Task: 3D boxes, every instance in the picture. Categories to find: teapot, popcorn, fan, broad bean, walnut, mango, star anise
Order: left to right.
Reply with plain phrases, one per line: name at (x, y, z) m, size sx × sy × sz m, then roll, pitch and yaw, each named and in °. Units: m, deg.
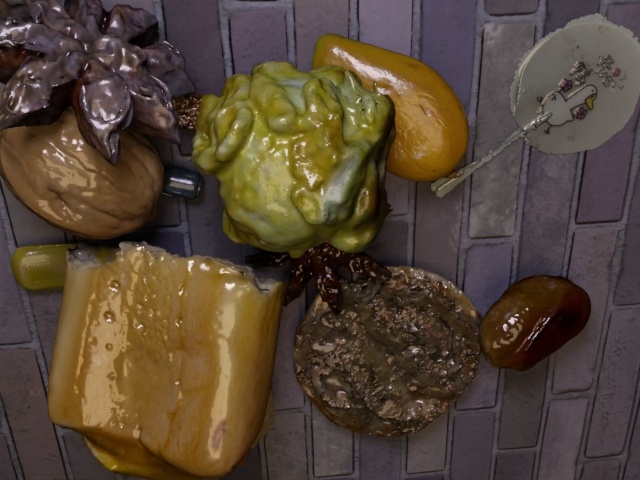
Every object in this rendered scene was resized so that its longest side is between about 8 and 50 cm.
walnut at (-0.359, -0.111, 1.113) m, size 0.261 × 0.225 × 0.225 m, roll 38°, pitch 108°, yaw -19°
star anise at (-0.315, -0.241, 1.001) m, size 0.331 × 0.332 × 0.117 m, roll 27°, pitch 134°, yaw -18°
teapot at (-0.240, -0.097, 1.230) m, size 0.083 × 0.063 × 0.049 m, roll 13°, pitch 84°, yaw -9°
popcorn at (-0.042, -0.123, 1.067) m, size 0.312 × 0.312 × 0.312 m, roll -2°, pitch 118°, yaw -4°
star anise at (0.000, -0.001, 1.267) m, size 0.288 × 0.088 × 0.288 m, roll -1°, pitch 107°, yaw -2°
mango at (0.113, -0.206, 1.163) m, size 0.317 × 0.119 × 0.176 m, roll 35°, pitch 120°, yaw -10°
broad bean at (0.391, 0.149, 1.358) m, size 0.228 × 0.122 × 0.156 m, roll -30°, pitch 127°, yaw -7°
fan at (0.365, -0.198, 1.248) m, size 0.414 × 0.012 × 0.233 m, roll -38°, pitch 114°, yaw 13°

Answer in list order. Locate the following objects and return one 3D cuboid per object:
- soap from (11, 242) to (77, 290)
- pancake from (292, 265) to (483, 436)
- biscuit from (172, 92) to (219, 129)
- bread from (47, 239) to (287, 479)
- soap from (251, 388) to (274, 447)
soap at (-0.462, 0.045, 1.278) m, size 0.140 × 0.045 × 0.089 m, roll -3°, pitch 115°, yaw -3°
pancake at (0.130, 0.208, 1.405) m, size 0.382 × 0.071 × 0.382 m, roll -1°, pitch 115°, yaw -2°
biscuit at (-0.197, -0.206, 1.179) m, size 0.199 × 0.034 × 0.064 m, roll 11°, pitch 115°, yaw -10°
bread at (-0.246, 0.201, 1.216) m, size 0.361 × 0.250 × 0.394 m, roll 9°, pitch 94°, yaw 13°
soap at (-0.190, 0.291, 1.416) m, size 0.232 × 0.073 × 0.140 m, roll 33°, pitch 109°, yaw -20°
